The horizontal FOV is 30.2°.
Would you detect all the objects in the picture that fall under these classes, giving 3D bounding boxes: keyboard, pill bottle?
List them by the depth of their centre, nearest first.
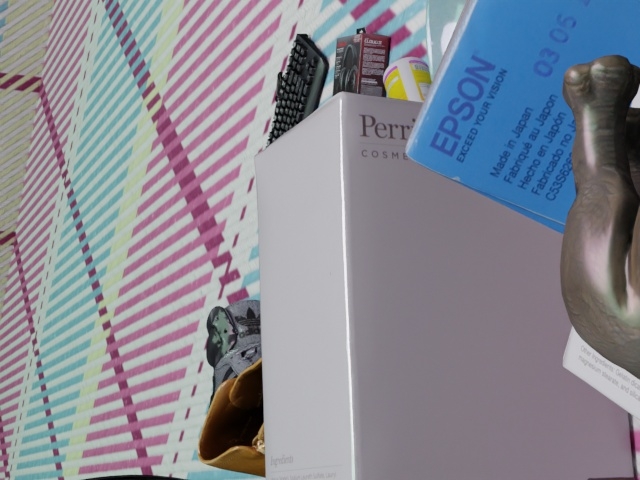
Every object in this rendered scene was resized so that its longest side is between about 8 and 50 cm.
[{"bbox_3d":[0.085,-0.119,1.043,0.043,0.043,0.083,120,146,-45],"label":"pill bottle"},{"bbox_3d":[-0.038,-0.145,1.354,0.108,0.023,0.180,-121,42,-53],"label":"keyboard"}]

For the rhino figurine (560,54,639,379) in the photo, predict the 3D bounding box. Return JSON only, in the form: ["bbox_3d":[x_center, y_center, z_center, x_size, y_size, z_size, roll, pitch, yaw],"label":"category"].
[{"bbox_3d":[0.151,-0.024,0.318,0.243,0.073,0.106,-27,60,56],"label":"rhino figurine"}]

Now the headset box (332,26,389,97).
[{"bbox_3d":[0.039,-0.168,1.168,0.062,0.032,0.083,-168,80,-66],"label":"headset box"}]

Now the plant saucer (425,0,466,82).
[{"bbox_3d":[0.139,-0.166,0.915,0.195,0.037,0.194,175,90,-68],"label":"plant saucer"}]

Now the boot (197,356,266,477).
[{"bbox_3d":[-0.004,0.182,0.994,0.295,0.211,0.104,116,149,-42],"label":"boot"}]

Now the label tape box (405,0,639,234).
[{"bbox_3d":[0.162,-0.190,0.599,0.333,0.106,0.240,-63,-3,-54],"label":"label tape box"}]

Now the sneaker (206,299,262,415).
[{"bbox_3d":[-0.066,0.133,1.274,0.268,0.101,0.153,145,122,-64],"label":"sneaker"}]

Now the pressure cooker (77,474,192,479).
[{"bbox_3d":[-0.197,0.432,1.135,0.376,0.370,0.420,-28,63,16],"label":"pressure cooker"}]

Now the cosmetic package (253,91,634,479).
[{"bbox_3d":[0.081,0.108,0.811,0.156,0.217,0.384,156,113,-63],"label":"cosmetic package"}]

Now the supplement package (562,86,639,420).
[{"bbox_3d":[0.256,0.032,0.410,0.262,0.204,0.145,39,122,56],"label":"supplement package"}]
